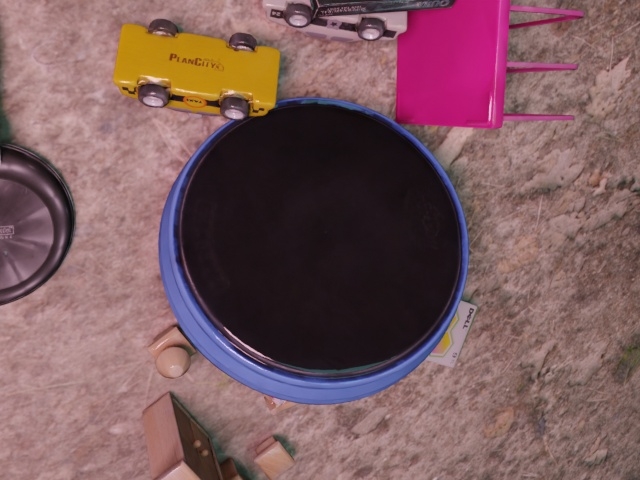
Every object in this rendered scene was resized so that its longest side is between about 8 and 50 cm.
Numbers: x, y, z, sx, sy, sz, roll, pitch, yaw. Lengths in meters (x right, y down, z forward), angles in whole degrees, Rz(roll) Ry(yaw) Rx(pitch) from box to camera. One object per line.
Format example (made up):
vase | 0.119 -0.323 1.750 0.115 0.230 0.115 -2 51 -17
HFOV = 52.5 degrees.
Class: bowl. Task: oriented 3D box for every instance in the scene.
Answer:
bowl | 0.000 0.000 0.800 0.391 0.077 0.390 4 71 -10

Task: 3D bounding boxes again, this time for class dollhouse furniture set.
dollhouse furniture set | -0.039 0.207 0.851 0.356 0.174 0.303 -35 116 -5

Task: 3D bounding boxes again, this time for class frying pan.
frying pan | -0.347 -0.071 0.725 0.197 0.053 0.326 22 93 -41

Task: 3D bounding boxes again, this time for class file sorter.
file sorter | 0.239 -0.307 0.899 0.182 0.202 0.290 -7 104 -29

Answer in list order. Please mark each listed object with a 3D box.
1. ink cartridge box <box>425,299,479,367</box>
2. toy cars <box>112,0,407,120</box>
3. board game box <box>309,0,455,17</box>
ink cartridge box | 0.181 0.136 1.042 0.209 0.062 0.108 21 91 -29
toy cars | -0.066 -0.249 0.816 0.394 0.087 0.176 -34 83 -19
board game box | 0.068 -0.344 0.812 0.186 0.026 0.126 -9 76 -15
